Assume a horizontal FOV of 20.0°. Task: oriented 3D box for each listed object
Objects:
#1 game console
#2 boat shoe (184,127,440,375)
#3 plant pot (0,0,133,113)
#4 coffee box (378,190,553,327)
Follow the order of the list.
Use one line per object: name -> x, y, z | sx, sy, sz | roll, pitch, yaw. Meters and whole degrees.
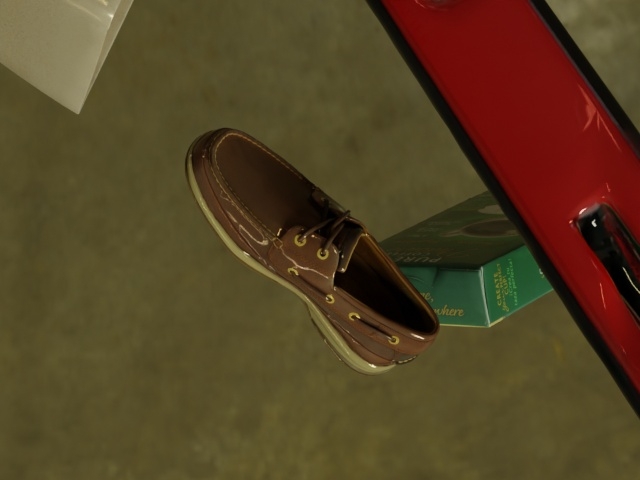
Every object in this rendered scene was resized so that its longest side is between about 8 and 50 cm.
game console -> 0.143, 0.026, 0.781 | 0.060, 0.386, 0.342 | -34, 157, 8
boat shoe -> 0.000, 0.001, 1.016 | 0.178, 0.064, 0.060 | 47, 144, -15
plant pot -> -0.102, -0.126, 0.647 | 0.096, 0.109, 0.109 | 26, 73, -7
coffee box -> 0.106, 0.008, 1.143 | 0.113, 0.184, 0.040 | 1, 106, 37
